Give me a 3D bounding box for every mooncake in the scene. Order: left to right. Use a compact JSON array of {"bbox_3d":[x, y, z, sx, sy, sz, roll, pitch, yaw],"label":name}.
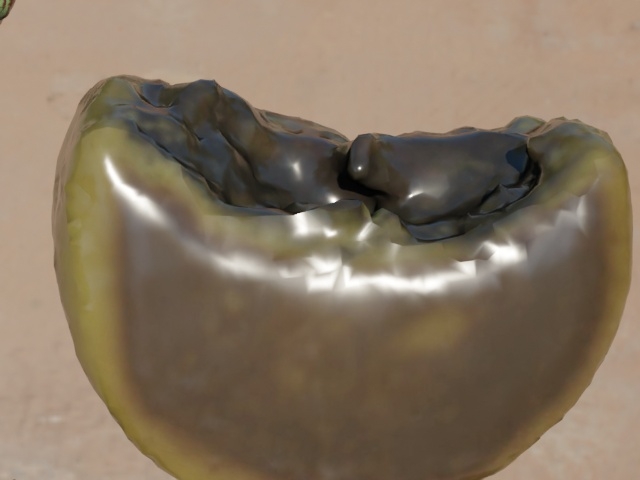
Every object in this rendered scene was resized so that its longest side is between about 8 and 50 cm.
[{"bbox_3d":[0.000,0.000,1.109,0.394,0.393,0.246,46,0,-9],"label":"mooncake"}]

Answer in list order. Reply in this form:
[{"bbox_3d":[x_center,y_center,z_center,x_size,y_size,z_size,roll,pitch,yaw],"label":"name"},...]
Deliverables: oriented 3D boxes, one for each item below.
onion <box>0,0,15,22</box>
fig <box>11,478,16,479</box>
[{"bbox_3d":[-0.400,-0.285,1.716,0.117,0.118,0.118,-22,33,7],"label":"onion"},{"bbox_3d":[-0.253,0.249,1.062,0.143,0.160,0.231,36,15,22],"label":"fig"}]
